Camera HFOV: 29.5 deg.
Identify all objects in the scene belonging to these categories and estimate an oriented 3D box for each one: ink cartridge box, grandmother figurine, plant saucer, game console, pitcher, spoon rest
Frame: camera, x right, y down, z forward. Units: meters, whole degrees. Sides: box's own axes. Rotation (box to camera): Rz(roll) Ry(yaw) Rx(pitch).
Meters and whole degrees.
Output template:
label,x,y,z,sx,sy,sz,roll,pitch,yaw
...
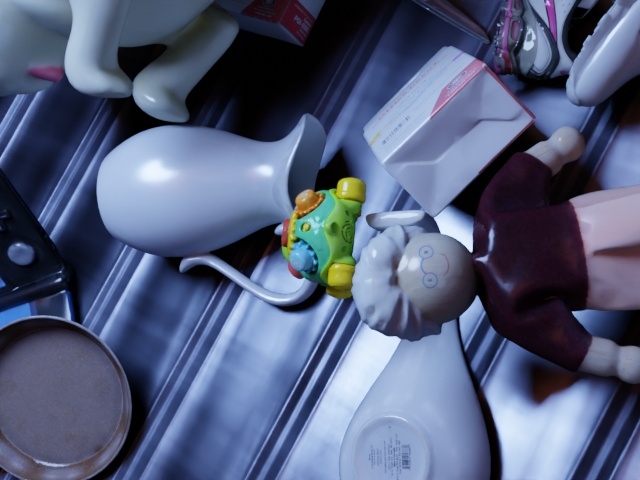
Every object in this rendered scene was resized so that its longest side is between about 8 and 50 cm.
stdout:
label,x,y,z,sx,sy,sz,roll,pitch,yaw
ink cartridge box,-0.037,-0.278,1.237,0.099,0.056,0.135,22,83,34
grandmother figurine,0.191,0.006,0.910,0.343,0.104,0.207,-11,55,5
plant saucer,-0.259,0.153,1.174,0.169,0.029,0.168,1,97,11
game console,-0.407,0.094,1.222,0.293,0.250,0.173,-20,36,13
pitcher,-0.099,-0.024,1.145,0.207,0.125,0.177,-4,84,17
ink cartridge box,0.103,-0.100,1.043,0.115,0.067,0.198,-44,13,8
spoon rest,0.079,0.116,1.012,0.137,0.084,0.276,-2,83,31

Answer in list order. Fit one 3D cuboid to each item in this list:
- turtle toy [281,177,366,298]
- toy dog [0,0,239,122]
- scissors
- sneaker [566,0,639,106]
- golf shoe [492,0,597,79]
label,x,y,z,sx,sy,sz,roll,pitch,yaw
turtle toy,0.000,0.000,1.031,0.066,0.130,0.095,6,79,-1
toy dog,-0.207,-0.291,1.082,0.408,0.284,0.395,-28,90,20
scissors,0.037,-0.269,1.169,0.109,0.021,0.297,-36,74,2
sneaker,0.296,-0.192,0.988,0.095,0.090,0.235,41,97,1
golf shoe,0.205,-0.228,1.079,0.086,0.067,0.186,7,77,9
